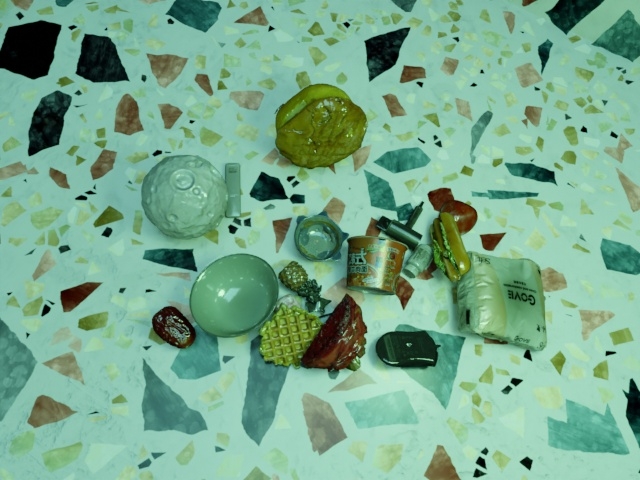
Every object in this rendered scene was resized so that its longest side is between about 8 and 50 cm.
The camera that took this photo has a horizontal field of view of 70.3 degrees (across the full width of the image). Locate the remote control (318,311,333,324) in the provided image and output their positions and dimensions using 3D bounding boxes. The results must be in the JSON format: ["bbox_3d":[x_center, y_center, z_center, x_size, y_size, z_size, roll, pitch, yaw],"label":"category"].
[{"bbox_3d":[0.008,0.329,1.782,0.221,0.042,0.072,-18,73,-13],"label":"remote control"}]

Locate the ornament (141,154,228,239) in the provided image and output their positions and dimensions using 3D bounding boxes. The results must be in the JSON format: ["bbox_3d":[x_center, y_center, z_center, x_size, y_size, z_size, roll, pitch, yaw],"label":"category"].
[{"bbox_3d":[-0.530,-0.176,1.786,0.336,0.337,0.338,2,68,-5],"label":"ornament"}]

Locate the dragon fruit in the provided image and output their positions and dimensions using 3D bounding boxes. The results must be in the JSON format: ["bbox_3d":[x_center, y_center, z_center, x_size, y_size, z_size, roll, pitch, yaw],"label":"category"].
[{"bbox_3d":[0.108,0.381,1.675,0.205,0.152,0.317,44,71,-28],"label":"dragon fruit"}]

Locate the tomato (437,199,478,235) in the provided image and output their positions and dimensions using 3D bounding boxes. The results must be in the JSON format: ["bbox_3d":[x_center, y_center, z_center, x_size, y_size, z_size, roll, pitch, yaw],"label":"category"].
[{"bbox_3d":[0.609,-0.102,1.995,0.166,0.082,0.174,28,66,5],"label":"tomato"}]

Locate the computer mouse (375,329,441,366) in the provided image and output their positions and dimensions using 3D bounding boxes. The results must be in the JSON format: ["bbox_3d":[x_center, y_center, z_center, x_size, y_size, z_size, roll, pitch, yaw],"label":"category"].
[{"bbox_3d":[0.335,0.425,1.754,0.263,0.088,0.147,-1,52,-6],"label":"computer mouse"}]

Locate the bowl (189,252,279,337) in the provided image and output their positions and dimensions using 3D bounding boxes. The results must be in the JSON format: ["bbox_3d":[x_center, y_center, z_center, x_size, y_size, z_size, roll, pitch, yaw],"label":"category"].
[{"bbox_3d":[-0.306,0.229,1.713,0.336,0.158,0.338,-4,58,6],"label":"bowl"}]

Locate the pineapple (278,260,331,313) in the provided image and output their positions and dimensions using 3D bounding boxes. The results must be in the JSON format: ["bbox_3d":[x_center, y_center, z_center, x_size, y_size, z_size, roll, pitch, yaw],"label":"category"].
[{"bbox_3d":[-0.059,0.194,1.801,0.237,0.111,0.119,43,96,5],"label":"pineapple"}]

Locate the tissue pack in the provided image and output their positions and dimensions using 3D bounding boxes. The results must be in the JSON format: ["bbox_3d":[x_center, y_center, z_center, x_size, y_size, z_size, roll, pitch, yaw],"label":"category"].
[{"bbox_3d":[0.724,0.234,1.823,0.375,0.195,0.391,9,67,-16],"label":"tissue pack"}]

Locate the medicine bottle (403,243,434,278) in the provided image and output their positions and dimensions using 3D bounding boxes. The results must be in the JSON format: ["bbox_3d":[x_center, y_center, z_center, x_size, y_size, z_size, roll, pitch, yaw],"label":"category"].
[{"bbox_3d":[0.408,0.087,1.899,0.079,0.079,0.140,37,70,9],"label":"medicine bottle"}]

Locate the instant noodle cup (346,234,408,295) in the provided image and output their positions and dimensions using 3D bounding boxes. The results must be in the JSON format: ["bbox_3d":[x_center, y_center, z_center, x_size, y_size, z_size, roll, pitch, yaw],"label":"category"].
[{"bbox_3d":[0.211,0.106,1.798,0.250,0.250,0.192,10,77,-2],"label":"instant noodle cup"}]

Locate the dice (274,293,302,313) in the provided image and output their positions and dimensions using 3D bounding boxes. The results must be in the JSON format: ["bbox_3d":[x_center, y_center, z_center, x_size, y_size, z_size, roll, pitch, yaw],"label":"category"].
[{"bbox_3d":[-0.128,0.269,1.765,0.093,0.091,0.094,-33,76,-17],"label":"dice"}]

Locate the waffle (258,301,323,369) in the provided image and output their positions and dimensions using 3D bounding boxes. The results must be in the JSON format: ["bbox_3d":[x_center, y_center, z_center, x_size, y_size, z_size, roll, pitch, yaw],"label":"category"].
[{"bbox_3d":[-0.111,0.361,1.700,0.243,0.059,0.238,29,95,-17],"label":"waffle"}]

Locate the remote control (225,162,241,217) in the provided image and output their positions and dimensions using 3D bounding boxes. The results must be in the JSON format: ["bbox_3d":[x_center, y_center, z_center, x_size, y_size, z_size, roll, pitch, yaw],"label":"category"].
[{"bbox_3d":[-0.380,-0.218,1.972,0.067,0.029,0.261,-2,71,-7],"label":"remote control"}]

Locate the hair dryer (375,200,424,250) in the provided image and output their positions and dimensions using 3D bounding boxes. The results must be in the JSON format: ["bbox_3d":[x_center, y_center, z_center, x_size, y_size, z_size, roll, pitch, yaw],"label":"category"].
[{"bbox_3d":[0.377,-0.098,1.986,0.195,0.078,0.248,32,59,8],"label":"hair dryer"}]

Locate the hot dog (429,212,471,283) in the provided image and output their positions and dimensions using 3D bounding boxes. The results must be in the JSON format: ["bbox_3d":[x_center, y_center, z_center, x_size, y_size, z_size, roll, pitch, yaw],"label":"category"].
[{"bbox_3d":[0.516,0.026,1.848,0.100,0.135,0.338,18,44,-23],"label":"hot dog"}]

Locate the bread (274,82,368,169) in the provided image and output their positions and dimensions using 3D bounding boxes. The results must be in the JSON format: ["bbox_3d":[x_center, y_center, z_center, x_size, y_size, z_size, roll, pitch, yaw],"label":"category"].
[{"bbox_3d":[0.002,-0.471,1.924,0.397,0.398,0.216,-12,58,-10],"label":"bread"}]

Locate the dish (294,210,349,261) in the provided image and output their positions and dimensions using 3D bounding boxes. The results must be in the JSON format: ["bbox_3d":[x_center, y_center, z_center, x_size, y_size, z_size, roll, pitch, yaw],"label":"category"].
[{"bbox_3d":[0.000,0.000,1.890,0.227,0.086,0.237,-16,70,-13],"label":"dish"}]

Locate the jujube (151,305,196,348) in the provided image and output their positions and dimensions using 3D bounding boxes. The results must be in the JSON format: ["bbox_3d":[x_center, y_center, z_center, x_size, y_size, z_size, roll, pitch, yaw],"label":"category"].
[{"bbox_3d":[-0.544,0.326,1.693,0.176,0.109,0.112,42,104,8],"label":"jujube"}]
